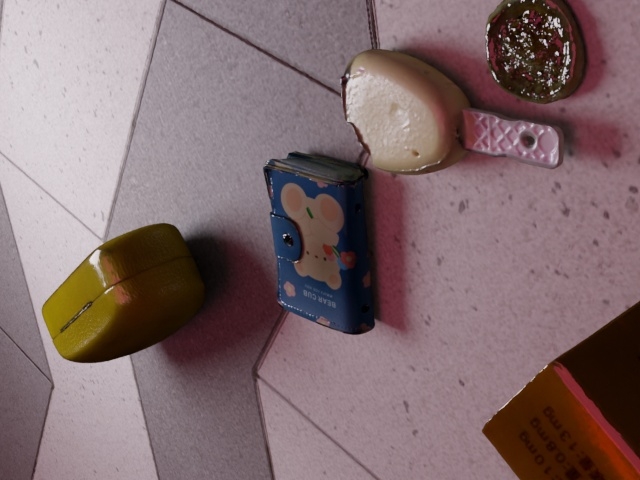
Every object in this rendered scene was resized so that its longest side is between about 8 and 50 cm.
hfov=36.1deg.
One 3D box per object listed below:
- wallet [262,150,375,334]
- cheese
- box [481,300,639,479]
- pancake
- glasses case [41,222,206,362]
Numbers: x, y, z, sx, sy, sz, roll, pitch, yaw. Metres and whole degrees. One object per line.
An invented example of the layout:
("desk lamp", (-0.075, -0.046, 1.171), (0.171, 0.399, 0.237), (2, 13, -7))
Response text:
("wallet", (0.001, -0.001, 1.154), (0.141, 0.059, 0.202), (17, 124, 38))
("cheese", (0.123, -0.109, 0.946), (0.255, 0.050, 0.127), (22, 126, 43))
("box", (0.343, 0.219, 0.681), (0.415, 0.264, 0.115), (51, 140, 18))
("pancake", (0.186, -0.168, 0.865), (0.108, 0.017, 0.108), (23, 122, 42))
("glasses case", (-0.284, 0.092, 1.459), (0.371, 0.173, 0.141), (-33, 82, 56))
